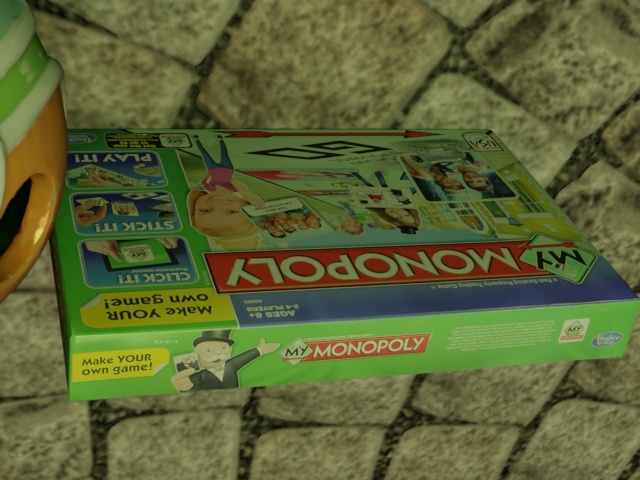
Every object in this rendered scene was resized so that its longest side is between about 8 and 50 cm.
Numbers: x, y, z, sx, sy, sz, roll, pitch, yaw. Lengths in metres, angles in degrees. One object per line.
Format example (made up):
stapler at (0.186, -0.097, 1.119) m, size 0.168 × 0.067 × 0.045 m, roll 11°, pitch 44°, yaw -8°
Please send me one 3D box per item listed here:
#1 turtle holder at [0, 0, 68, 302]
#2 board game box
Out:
turtle holder at (-0.258, -0.071, 0.474) m, size 0.243 × 0.227 × 0.320 m, roll -45°, pitch 122°, yaw -9°
board game box at (0.000, 0.000, 0.646) m, size 0.317 × 0.213 × 0.046 m, roll -2°, pitch 123°, yaw -18°
